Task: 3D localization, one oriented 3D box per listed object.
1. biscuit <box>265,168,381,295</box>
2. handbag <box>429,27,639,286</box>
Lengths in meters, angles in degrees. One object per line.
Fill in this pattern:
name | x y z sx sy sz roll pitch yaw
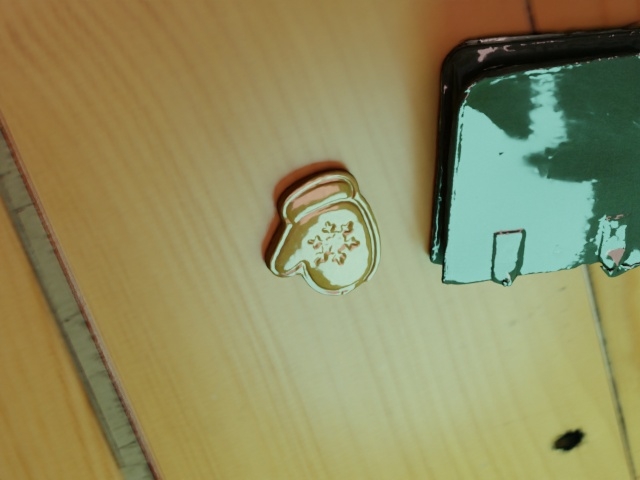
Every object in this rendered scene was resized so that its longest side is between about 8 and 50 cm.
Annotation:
biscuit | 0.001 0.001 1.688 0.118 0.023 0.140 -30 124 -2
handbag | 0.234 -0.076 1.694 0.247 0.079 0.260 -8 123 -13
